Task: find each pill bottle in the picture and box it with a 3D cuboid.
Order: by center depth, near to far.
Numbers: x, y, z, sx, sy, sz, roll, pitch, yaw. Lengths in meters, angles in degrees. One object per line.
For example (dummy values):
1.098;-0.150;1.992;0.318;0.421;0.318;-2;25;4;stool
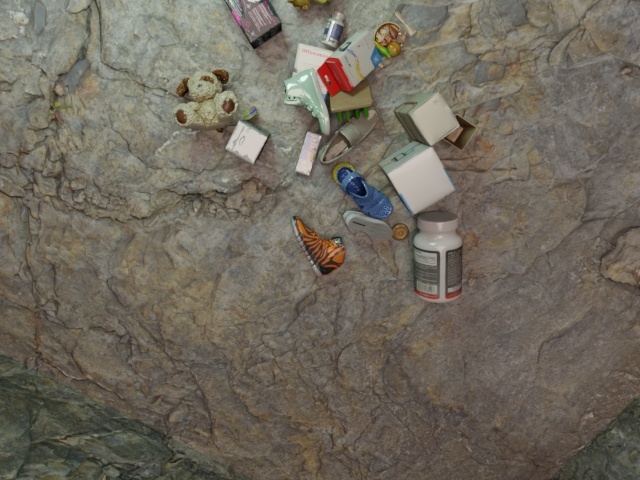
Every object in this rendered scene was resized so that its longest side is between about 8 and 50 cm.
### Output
0.052;-0.815;1.664;0.067;0.067;0.120;18;107;-7;pill bottle
0.514;0.070;1.885;0.210;0.210;0.363;-4;108;0;pill bottle

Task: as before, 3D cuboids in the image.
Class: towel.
-0.286;-0.519;1.748;0.060;0.083;0.009;-31;128;9;towel

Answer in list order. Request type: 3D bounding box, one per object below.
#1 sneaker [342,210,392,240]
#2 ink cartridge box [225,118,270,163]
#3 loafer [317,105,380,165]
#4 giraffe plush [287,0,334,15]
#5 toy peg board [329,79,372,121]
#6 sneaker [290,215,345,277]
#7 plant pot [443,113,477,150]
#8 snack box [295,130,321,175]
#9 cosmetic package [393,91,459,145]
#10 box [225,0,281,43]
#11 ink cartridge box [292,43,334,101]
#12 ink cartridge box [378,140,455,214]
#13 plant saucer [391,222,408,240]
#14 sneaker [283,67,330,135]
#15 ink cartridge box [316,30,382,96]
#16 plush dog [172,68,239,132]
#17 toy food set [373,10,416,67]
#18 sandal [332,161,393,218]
0.210;-0.075;1.897;0.258;0.091;0.094;23;112;-31;sneaker
-0.288;-0.401;1.734;0.127;0.176;0.128;28;105;-10;ink cartridge box
0.120;-0.425;1.768;0.112;0.111;0.319;43;102;-12;loafer
-0.039;-0.927;1.581;0.170;0.181;0.210;-2;91;12;giraffe plush
0.122;-0.551;1.723;0.161;0.161;0.079;-8;141;6;toy peg board
0.000;0.000;1.912;0.180;0.124;0.321;-27;117;3;sneaker
0.557;-0.449;1.777;0.109;0.096;0.109;30;105;-11;plant pot
-0.052;-0.370;1.829;0.064;0.022;0.178;17;107;-6;snack box
0.399;-0.473;1.661;0.129;0.296;0.153;-36;105;9;cosmetic package
-0.262;-0.869;1.591;0.142;0.163;0.247;-30;106;5;box
-0.035;-0.653;1.705;0.148;0.086;0.203;12;107;-5;ink cartridge box
0.382;-0.263;1.743;0.197;0.270;0.198;-32;106;10;ink cartridge box
0.360;-0.038;1.949;0.083;0.015;0.083;0;108;-1;plant saucer
-0.057;-0.512;1.658;0.151;0.094;0.256;-19;101;0;sneaker
0.111;-0.673;1.650;0.231;0.078;0.134;-45;129;-6;ink cartridge box
-0.442;-0.558;1.698;0.262;0.210;0.225;-13;88;6;plush dog
0.272;-0.792;1.691;0.132;0.038;0.192;43;102;-13;toy food set
0.182;-0.198;1.832;0.317;0.138;0.126;36;102;-13;sandal
